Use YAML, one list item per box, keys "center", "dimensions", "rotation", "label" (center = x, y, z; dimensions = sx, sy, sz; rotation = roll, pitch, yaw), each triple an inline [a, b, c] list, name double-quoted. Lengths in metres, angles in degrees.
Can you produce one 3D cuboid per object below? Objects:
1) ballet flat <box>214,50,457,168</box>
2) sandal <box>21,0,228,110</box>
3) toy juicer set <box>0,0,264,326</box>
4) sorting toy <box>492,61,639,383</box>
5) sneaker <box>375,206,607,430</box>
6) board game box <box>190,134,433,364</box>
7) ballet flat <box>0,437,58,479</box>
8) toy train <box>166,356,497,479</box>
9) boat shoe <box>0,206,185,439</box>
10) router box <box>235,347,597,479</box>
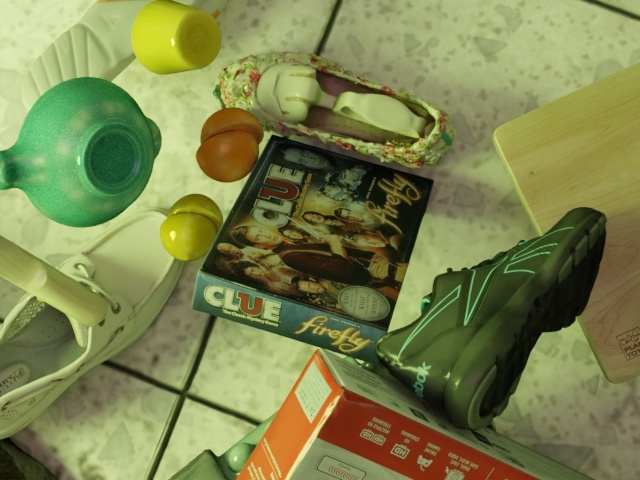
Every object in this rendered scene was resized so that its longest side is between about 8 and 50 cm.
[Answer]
- center: [0.014, -0.133, 1.295]
  dimensions: [0.241, 0.077, 0.091]
  rotation: [13, 84, 4]
  label: "ballet flat"
- center: [-0.175, -0.199, 1.310]
  dimensions: [0.265, 0.076, 0.102]
  rotation: [-44, 58, -14]
  label: "sandal"
- center: [-0.188, -0.048, 1.225]
  dimensions: [0.329, 0.089, 0.209]
  rotation: [-45, 124, -24]
  label: "toy juicer set"
- center: [0.325, -0.034, 1.265]
  dimensions: [0.257, 0.089, 0.255]
  rotation: [-24, 83, 0]
  label: "sorting toy"
- center: [0.150, 0.042, 1.128]
  dimensions: [0.106, 0.101, 0.267]
  rotation: [23, 43, 28]
  label: "sneaker"
- center: [0.000, 0.000, 1.212]
  dimensions: [0.165, 0.243, 0.042]
  rotation: [16, 125, 4]
  label: "board game box"
- center: [-0.312, 0.221, 1.279]
  dimensions: [0.250, 0.058, 0.084]
  rotation: [49, 52, 1]
  label: "ballet flat"
- center: [-0.002, 0.224, 1.188]
  dimensions: [0.334, 0.142, 0.190]
  rotation: [-37, 123, -3]
  label: "toy train"
- center: [-0.224, 0.071, 1.254]
  dimensions: [0.098, 0.096, 0.277]
  rotation: [41, 74, 6]
  label: "boat shoe"
- center: [0.068, 0.290, 1.115]
  dimensions: [0.335, 0.082, 0.301]
  rotation: [27, 100, -23]
  label: "router box"
